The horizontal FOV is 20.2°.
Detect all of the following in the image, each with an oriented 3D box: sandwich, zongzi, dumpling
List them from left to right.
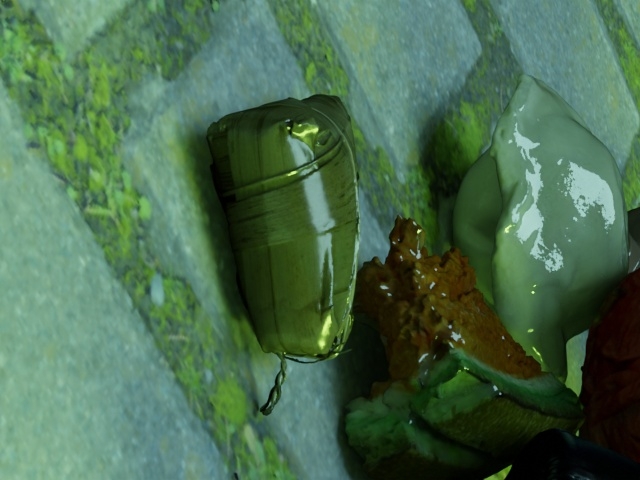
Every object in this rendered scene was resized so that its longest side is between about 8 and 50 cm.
[{"bbox_3d":[0.000,0.000,1.154,0.178,0.081,0.189,-25,106,-70],"label":"zongzi"},{"bbox_3d":[0.086,0.085,1.238,0.185,0.109,0.160,19,42,-53],"label":"sandwich"},{"bbox_3d":[0.170,-0.004,1.381,0.162,0.132,0.250,-57,142,-62],"label":"dumpling"}]

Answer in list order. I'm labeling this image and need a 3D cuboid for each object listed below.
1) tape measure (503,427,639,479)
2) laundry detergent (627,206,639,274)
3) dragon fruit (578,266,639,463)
[{"bbox_3d":[0.148,0.215,1.168,0.112,0.199,0.186,26,79,-6],"label":"tape measure"},{"bbox_3d":[0.302,0.036,1.638,0.237,0.076,0.171,49,38,-35],"label":"laundry detergent"},{"bbox_3d":[0.323,0.120,1.323,0.342,0.277,0.277,14,66,-64],"label":"dragon fruit"}]
